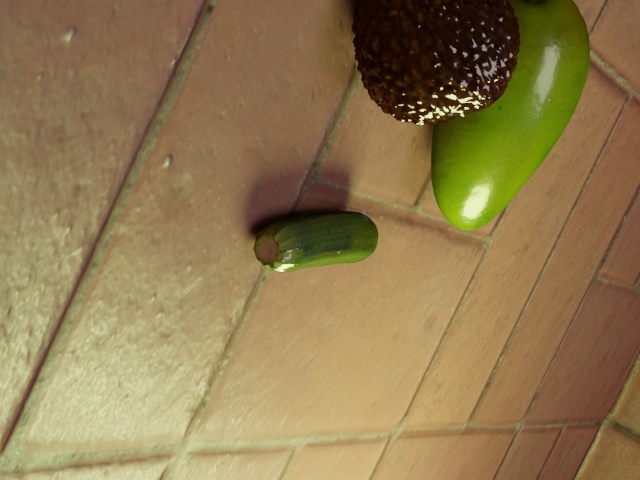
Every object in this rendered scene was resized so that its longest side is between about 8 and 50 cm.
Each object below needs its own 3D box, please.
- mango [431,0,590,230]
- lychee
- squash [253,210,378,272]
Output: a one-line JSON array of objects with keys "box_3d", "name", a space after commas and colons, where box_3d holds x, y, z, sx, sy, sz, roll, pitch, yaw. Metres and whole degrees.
[{"box_3d": [0.237, -0.166, 1.844, 0.192, 0.156, 0.343, -9, 128, -49], "name": "mango"}, {"box_3d": [0.122, -0.215, 1.559, 0.194, 0.194, 0.194, -43, 149, -34], "name": "lychee"}, {"box_3d": [0.000, 0.000, 1.674, 0.229, 0.066, 0.066, -9, 123, -59], "name": "squash"}]
